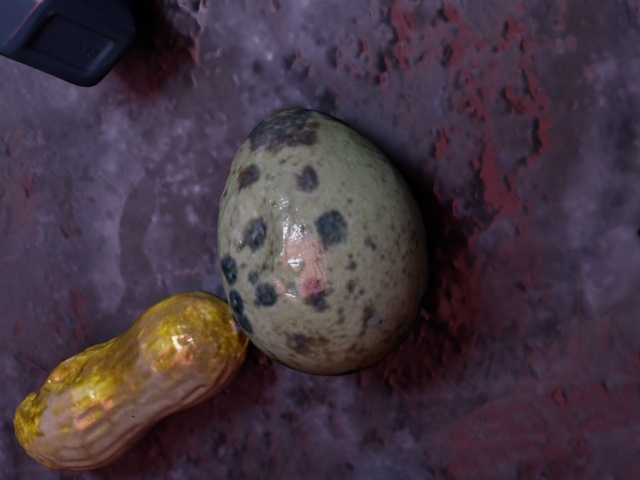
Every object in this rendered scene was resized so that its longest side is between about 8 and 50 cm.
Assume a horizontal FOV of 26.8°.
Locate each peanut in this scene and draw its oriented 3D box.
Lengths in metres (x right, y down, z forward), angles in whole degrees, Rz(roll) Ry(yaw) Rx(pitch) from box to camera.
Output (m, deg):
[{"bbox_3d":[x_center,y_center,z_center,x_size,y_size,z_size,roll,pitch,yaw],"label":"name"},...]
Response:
[{"bbox_3d":[-0.140,0.108,0.994,0.206,0.087,0.087,-32,90,21],"label":"peanut"}]

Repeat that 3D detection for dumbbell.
[{"bbox_3d":[-0.111,-0.253,0.875,0.143,0.156,0.316,37,114,-24],"label":"dumbbell"}]

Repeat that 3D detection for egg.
[{"bbox_3d":[0.000,0.000,0.893,0.141,0.141,0.182,-15,85,21],"label":"egg"}]
